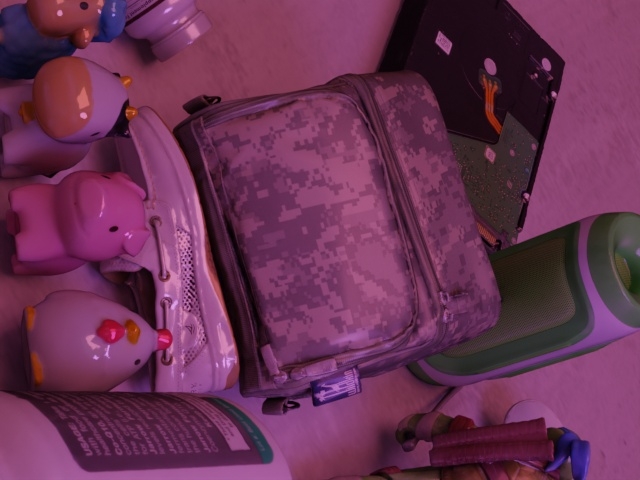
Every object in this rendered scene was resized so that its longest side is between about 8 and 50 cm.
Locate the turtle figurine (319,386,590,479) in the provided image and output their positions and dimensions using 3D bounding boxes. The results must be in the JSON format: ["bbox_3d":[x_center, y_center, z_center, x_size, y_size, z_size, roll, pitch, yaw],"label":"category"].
[{"bbox_3d":[0.127,0.276,1.493,0.266,0.274,0.198,-17,95,-24],"label":"turtle figurine"}]

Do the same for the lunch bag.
[{"bbox_3d":[0.000,0.000,1.438,0.256,0.212,0.305,-11,82,-41],"label":"lunch bag"}]

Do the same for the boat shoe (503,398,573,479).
[{"bbox_3d":[0.249,0.284,1.659,0.077,0.070,0.219,-16,89,-7],"label":"boat shoe"}]

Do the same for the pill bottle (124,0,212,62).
[{"bbox_3d":[-0.176,-0.255,1.460,0.152,0.086,0.086,54,44,-13],"label":"pill bottle"}]

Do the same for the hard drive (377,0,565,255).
[{"bbox_3d":[0.171,-0.162,1.777,0.237,0.064,0.339,40,48,-25],"label":"hard drive"}]

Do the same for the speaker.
[{"bbox_3d":[0.217,0.066,1.551,0.131,0.296,0.131,20,60,-38],"label":"speaker"}]

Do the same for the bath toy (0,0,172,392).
[{"bbox_3d":[-0.205,-0.034,1.280,0.129,0.151,0.348,-5,78,-17],"label":"bath toy"}]

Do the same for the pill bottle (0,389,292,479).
[{"bbox_3d":[-0.199,0.213,1.109,0.361,0.204,0.204,10,66,-54],"label":"pill bottle"}]

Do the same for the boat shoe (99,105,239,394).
[{"bbox_3d":[-0.155,0.011,1.360,0.096,0.098,0.277,-13,77,-20],"label":"boat shoe"}]
